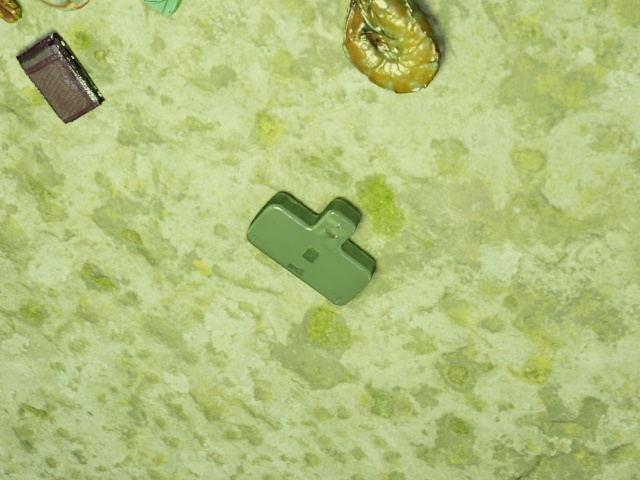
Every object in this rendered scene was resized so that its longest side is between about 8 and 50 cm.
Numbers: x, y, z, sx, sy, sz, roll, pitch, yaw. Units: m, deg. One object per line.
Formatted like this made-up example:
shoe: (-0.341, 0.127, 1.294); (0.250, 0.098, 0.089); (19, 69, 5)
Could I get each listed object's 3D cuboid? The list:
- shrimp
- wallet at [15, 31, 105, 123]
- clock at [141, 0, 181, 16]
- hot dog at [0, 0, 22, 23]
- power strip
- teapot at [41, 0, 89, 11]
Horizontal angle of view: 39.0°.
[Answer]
shrimp: (0.093, -0.393, 1.602); (0.164, 0.062, 0.317); (-25, 114, 26)
wallet: (-0.517, -0.317, 1.793); (0.111, 0.030, 0.166); (-25, 112, 22)
clock: (-0.311, -0.478, 1.651); (0.135, 0.041, 0.101); (27, 121, -3)
hot dog: (-0.620, -0.465, 1.732); (0.122, 0.037, 0.049); (45, 130, -8)
power strip: (0.000, 0.000, 1.841); (0.265, 0.059, 0.193); (37, 124, -10)
teapot: (-0.495, -0.490, 1.642); (0.245, 0.116, 0.159); (10, 159, 33)
